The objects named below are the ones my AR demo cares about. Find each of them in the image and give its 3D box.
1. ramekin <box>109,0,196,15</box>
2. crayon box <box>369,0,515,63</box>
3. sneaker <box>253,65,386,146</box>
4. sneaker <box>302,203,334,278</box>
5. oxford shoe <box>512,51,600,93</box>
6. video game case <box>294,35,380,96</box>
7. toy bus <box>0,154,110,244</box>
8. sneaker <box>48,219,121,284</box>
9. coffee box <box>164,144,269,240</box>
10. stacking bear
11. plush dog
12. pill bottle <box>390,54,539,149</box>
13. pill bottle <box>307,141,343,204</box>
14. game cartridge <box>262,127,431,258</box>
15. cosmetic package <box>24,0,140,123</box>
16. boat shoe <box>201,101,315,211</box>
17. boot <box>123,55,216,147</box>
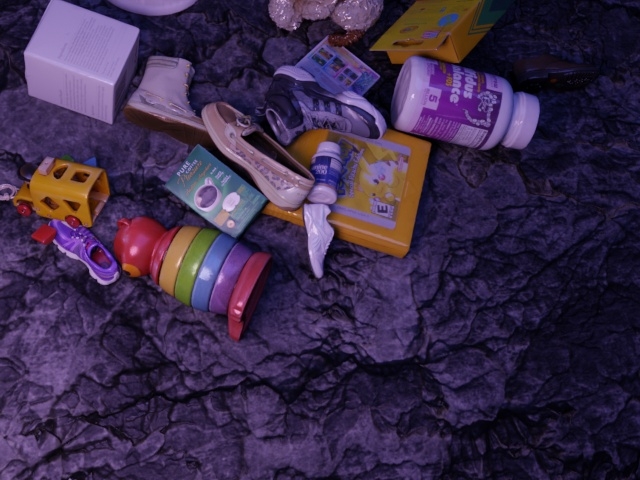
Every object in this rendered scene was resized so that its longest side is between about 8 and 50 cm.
[{"bbox_3d":[-0.375,-0.648,1.882,0.277,0.135,0.277,6,65,-13],"label":"ramekin"},{"bbox_3d":[0.281,-0.497,1.953,0.318,0.202,0.081,-48,128,-27],"label":"crayon box"},{"bbox_3d":[-0.006,-0.247,1.772,0.268,0.101,0.153,28,63,8],"label":"sneaker"},{"bbox_3d":[0.000,0.000,1.706,0.061,0.053,0.152,-6,95,-7],"label":"sneaker"},{"bbox_3d":[0.569,-0.415,2.056,0.227,0.083,0.096,-3,63,-17],"label":"oxford shoe"},{"bbox_3d":[0.034,-0.375,1.931,0.157,0.019,0.143,39,62,6],"label":"video game case"},{"bbox_3d":[-0.496,-0.104,1.589,0.202,0.104,0.191,-23,54,-23],"label":"toy bus"},{"bbox_3d":[-0.438,0.007,1.604,0.170,0.071,0.068,39,62,6],"label":"sneaker"},{"bbox_3d":[-0.206,-0.093,1.706,0.184,0.040,0.113,37,88,4],"label":"coffee box"},{"bbox_3d":[-0.251,0.045,1.595,0.288,0.175,0.164,22,64,4],"label":"stacking bear"},{"bbox_3d":[0.042,-0.562,1.898,0.225,0.210,0.263,28,87,-20],"label":"plush dog"},{"bbox_3d":[0.320,-0.295,1.886,0.301,0.169,0.169,12,64,-9],"label":"pill bottle"},{"bbox_3d":[0.010,-0.138,1.739,0.067,0.067,0.120,14,63,-8],"label":"pill bottle"},{"bbox_3d":[0.058,-0.138,1.812,0.323,0.053,0.286,18,63,-7],"label":"game cartridge"},{"bbox_3d":[-0.477,-0.358,1.714,0.183,0.151,0.152,20,63,-7],"label":"cosmetic package"},{"bbox_3d":[-0.121,-0.186,1.706,0.285,0.089,0.104,46,35,8],"label":"boat shoe"},{"bbox_3d":[-0.283,-0.292,1.780,0.213,0.077,0.165,19,60,-6],"label":"boot"}]
